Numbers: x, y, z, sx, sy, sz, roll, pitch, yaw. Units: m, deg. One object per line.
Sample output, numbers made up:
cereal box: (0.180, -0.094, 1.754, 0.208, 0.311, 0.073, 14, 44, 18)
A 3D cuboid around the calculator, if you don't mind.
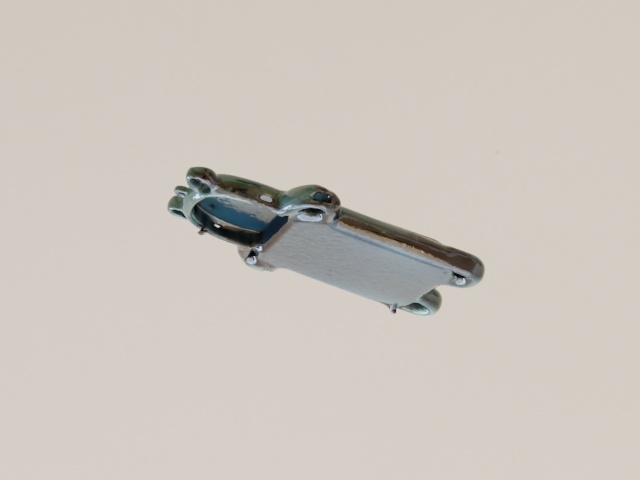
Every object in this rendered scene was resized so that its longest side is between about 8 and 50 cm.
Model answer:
calculator: (0.000, 0.000, 0.862, 0.141, 0.094, 0.019, 19, -114, -14)
